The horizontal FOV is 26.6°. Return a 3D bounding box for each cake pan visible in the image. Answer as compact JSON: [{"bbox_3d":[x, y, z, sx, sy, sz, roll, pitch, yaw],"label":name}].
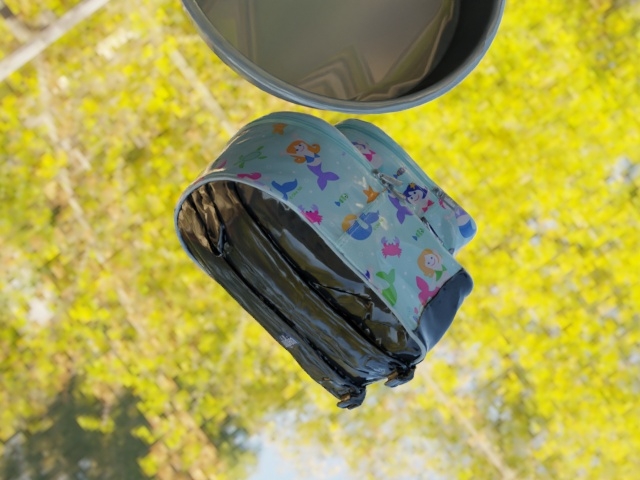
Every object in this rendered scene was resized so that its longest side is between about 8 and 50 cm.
[{"bbox_3d":[0.007,-0.228,1.065,0.293,0.293,0.054,-40,-179,-27],"label":"cake pan"}]

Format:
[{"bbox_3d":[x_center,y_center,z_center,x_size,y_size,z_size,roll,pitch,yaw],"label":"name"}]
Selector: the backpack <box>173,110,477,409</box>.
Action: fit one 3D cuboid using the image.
[{"bbox_3d":[0.000,0.000,1.239,0.191,0.253,0.225,-57,-169,-29],"label":"backpack"}]
